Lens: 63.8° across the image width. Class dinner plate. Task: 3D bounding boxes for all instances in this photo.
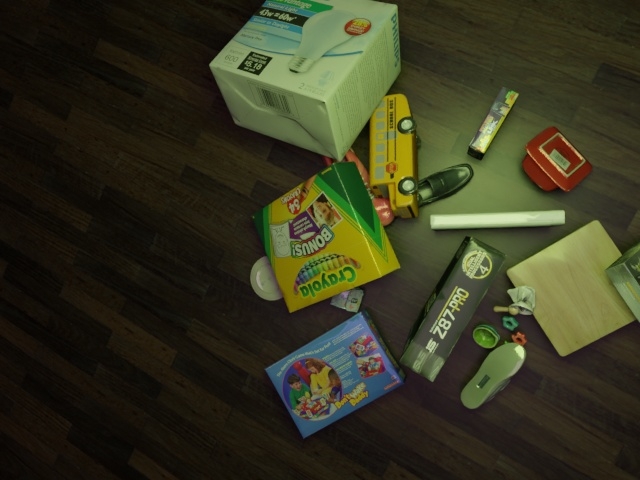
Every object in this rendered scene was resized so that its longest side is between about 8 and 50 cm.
[{"bbox_3d":[-0.155,0.117,1.599,0.141,0.017,0.141,0,91,17],"label":"dinner plate"}]

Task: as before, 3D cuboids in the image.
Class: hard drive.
[{"bbox_3d":[0.448,-0.051,1.335,0.307,0.203,0.040,-2,90,15],"label":"hard drive"}]

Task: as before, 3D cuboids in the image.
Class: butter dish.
[{"bbox_3d":[0.596,-0.193,1.346,0.160,0.118,0.160,-33,79,-31],"label":"butter dish"}]

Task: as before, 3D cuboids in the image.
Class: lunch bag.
[{"bbox_3d":[0.080,0.166,1.515,0.083,0.053,0.071,20,99,10],"label":"lunch bag"}]

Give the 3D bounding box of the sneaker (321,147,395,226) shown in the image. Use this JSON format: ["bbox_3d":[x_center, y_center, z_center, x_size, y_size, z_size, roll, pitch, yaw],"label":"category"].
[{"bbox_3d":[0.092,-0.164,1.467,0.116,0.136,0.314,-39,81,13],"label":"sneaker"}]

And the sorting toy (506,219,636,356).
[{"bbox_3d":[0.663,0.122,1.336,0.255,0.089,0.257,-33,82,13],"label":"sorting toy"}]

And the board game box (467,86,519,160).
[{"bbox_3d":[0.454,-0.305,1.365,0.048,0.141,0.170,31,97,13],"label":"board game box"}]

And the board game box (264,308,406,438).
[{"bbox_3d":[0.042,0.390,1.512,0.347,0.078,0.233,-33,82,13],"label":"board game box"}]

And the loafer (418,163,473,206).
[{"bbox_3d":[0.321,-0.147,1.434,0.223,0.078,0.076,-27,84,14],"label":"loafer"}]

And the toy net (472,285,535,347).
[{"bbox_3d":[0.501,0.216,1.348,0.122,0.045,0.232,39,135,18],"label":"toy net"}]

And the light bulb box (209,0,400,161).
[{"bbox_3d":[-0.024,-0.455,1.359,0.358,0.225,0.361,23,67,22],"label":"light bulb box"}]

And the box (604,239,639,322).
[{"bbox_3d":[0.812,0.094,1.239,0.183,0.231,0.056,60,148,8],"label":"box"}]

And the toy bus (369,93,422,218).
[{"bbox_3d":[0.204,-0.228,1.401,0.130,0.108,0.333,-4,71,18],"label":"toy bus"}]

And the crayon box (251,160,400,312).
[{"bbox_3d":[0.000,0.000,1.434,0.363,0.106,0.313,-27,82,41],"label":"crayon box"}]

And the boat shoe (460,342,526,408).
[{"bbox_3d":[0.472,0.365,1.396,0.079,0.081,0.227,47,108,31],"label":"boat shoe"}]

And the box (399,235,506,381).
[{"bbox_3d":[0.325,0.145,1.272,0.097,0.395,0.318,28,98,12],"label":"box"}]
